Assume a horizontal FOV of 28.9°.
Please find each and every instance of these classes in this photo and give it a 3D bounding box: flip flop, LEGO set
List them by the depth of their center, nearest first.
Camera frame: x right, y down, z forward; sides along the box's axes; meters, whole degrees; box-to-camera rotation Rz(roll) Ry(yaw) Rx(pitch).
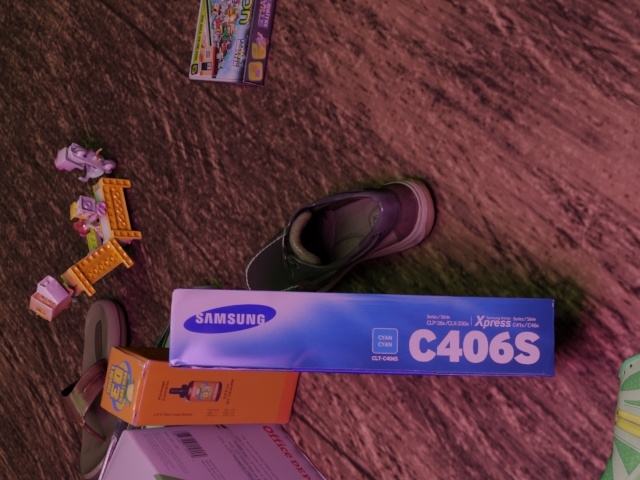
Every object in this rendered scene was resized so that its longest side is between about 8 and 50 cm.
[{"bbox_3d":[-0.310,0.197,1.675,0.112,0.080,0.277,-37,46,38],"label":"flip flop"},{"bbox_3d":[-0.334,0.012,1.724,0.107,0.132,0.287,-34,40,43],"label":"LEGO set"}]

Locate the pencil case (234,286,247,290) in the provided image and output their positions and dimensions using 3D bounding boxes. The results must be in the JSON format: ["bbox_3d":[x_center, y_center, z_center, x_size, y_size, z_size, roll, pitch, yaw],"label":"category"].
[{"bbox_3d":[-0.033,0.100,1.367,0.088,0.206,0.086,17,95,40],"label":"pencil case"}]

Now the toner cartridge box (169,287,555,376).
[{"bbox_3d":[0.037,0.091,1.189,0.165,0.347,0.075,102,170,-83],"label":"toner cartridge box"}]

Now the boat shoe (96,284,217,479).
[{"bbox_3d":[-0.204,0.196,1.538,0.104,0.113,0.306,6,74,25],"label":"boat shoe"}]

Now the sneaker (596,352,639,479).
[{"bbox_3d":[0.313,0.168,1.104,0.296,0.109,0.123,-57,33,22],"label":"sneaker"}]

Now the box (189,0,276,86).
[{"bbox_3d":[-0.107,-0.306,1.606,0.114,0.036,0.207,10,92,45],"label":"box"}]

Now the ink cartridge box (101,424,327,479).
[{"bbox_3d":[-0.112,0.289,1.411,0.160,0.219,0.093,45,119,39],"label":"ink cartridge box"}]

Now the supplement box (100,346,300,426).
[{"bbox_3d":[-0.135,0.168,1.435,0.080,0.233,0.078,18,98,44],"label":"supplement box"}]

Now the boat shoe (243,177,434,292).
[{"bbox_3d":[0.000,0.000,1.422,0.285,0.092,0.103,-23,69,41],"label":"boat shoe"}]
